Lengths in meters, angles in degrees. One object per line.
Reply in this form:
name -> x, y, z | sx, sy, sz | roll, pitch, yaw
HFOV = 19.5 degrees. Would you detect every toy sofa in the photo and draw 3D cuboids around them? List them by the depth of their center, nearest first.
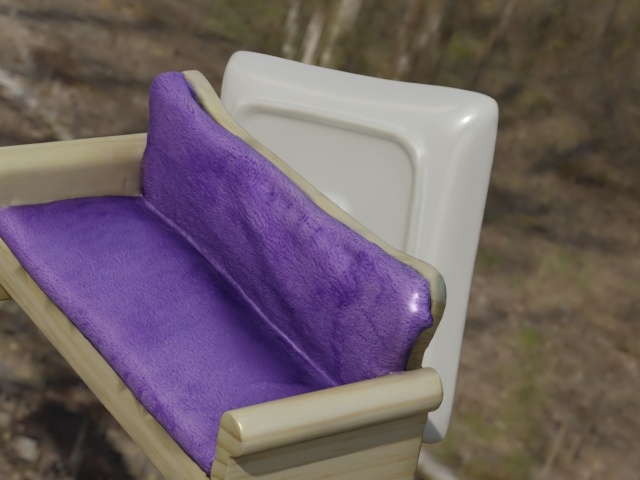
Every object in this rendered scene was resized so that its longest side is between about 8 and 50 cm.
toy sofa -> -0.083, 0.034, 1.213 | 0.150, 0.177, 0.362 | -9, 34, -32

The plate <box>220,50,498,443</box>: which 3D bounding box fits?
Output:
plate -> 0.000, 0.000, 1.500 | 0.277, 0.278, 0.045 | 15, 10, 36
